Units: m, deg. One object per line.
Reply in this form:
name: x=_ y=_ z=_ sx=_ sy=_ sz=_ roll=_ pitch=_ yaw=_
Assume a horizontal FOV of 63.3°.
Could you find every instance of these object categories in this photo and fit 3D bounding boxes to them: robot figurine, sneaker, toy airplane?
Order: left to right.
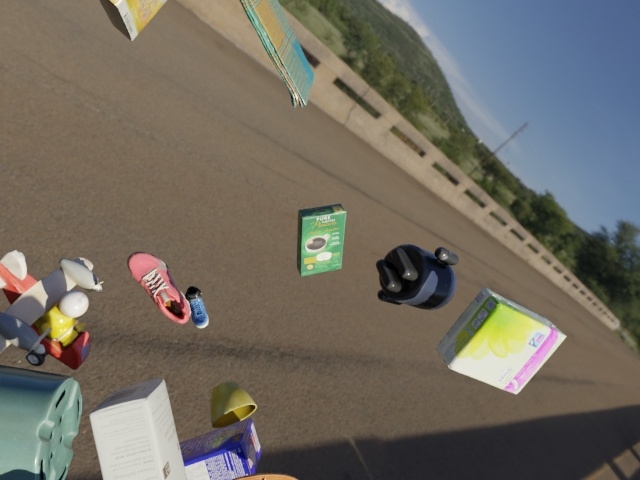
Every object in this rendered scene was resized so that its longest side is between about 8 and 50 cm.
toy airplane: x=-0.852 y=0.192 z=1.618 sx=0.384 sy=0.272 sz=0.387 roll=40 pitch=40 yaw=-61
sneaker: x=-0.559 y=0.167 z=1.841 sx=0.314 sy=0.116 sz=0.136 roll=55 pitch=-11 yaw=-17
sneaker: x=-0.428 y=0.223 z=1.787 sx=0.085 sy=0.058 sz=0.152 roll=83 pitch=-13 yaw=-48
robot figurine: x=0.282 y=0.107 z=1.527 sx=0.209 sy=0.174 sz=0.278 roll=2 pitch=-13 yaw=44

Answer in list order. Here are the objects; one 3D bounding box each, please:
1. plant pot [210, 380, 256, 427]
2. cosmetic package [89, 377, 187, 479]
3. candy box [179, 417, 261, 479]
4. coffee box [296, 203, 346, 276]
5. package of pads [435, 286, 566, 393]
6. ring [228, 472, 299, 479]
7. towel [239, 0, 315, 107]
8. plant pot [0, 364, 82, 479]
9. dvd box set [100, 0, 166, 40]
plant pot: x=-0.262 y=0.462 z=1.492 sx=0.134 sy=0.134 sz=0.095 roll=21 pitch=34 yaw=-55
cosmetic package: x=-0.243 y=0.327 z=0.730 sx=0.117 sy=0.085 sz=0.231 roll=171 pitch=-95 yaw=-85
candy box: x=-0.344 y=0.642 z=1.487 sx=0.268 sy=0.316 sz=0.122 roll=101 pitch=-28 yaw=-85
coffee box: x=0.000 y=0.000 z=1.272 sx=0.113 sy=0.184 sz=0.040 roll=-11 pitch=40 yaw=-15
package of pads: x=0.484 y=0.280 z=1.410 sx=0.296 sy=0.229 sz=0.101 roll=26 pitch=18 yaw=-26
ring: x=-0.198 y=0.702 z=1.330 sx=0.336 sy=0.336 sz=0.032 roll=33 pitch=20 yaw=-37
towel: x=-0.123 y=-0.572 z=1.437 sx=0.370 sy=0.040 sz=0.272 roll=60 pitch=22 yaw=-27
plant pot: x=-0.710 y=0.401 z=1.083 sx=0.333 sy=0.342 sz=0.341 roll=7 pitch=27 yaw=-8
dvd box set: x=-0.293 y=-0.620 z=1.076 sx=0.062 sy=0.420 sz=0.307 roll=40 pitch=-3 yaw=-17
